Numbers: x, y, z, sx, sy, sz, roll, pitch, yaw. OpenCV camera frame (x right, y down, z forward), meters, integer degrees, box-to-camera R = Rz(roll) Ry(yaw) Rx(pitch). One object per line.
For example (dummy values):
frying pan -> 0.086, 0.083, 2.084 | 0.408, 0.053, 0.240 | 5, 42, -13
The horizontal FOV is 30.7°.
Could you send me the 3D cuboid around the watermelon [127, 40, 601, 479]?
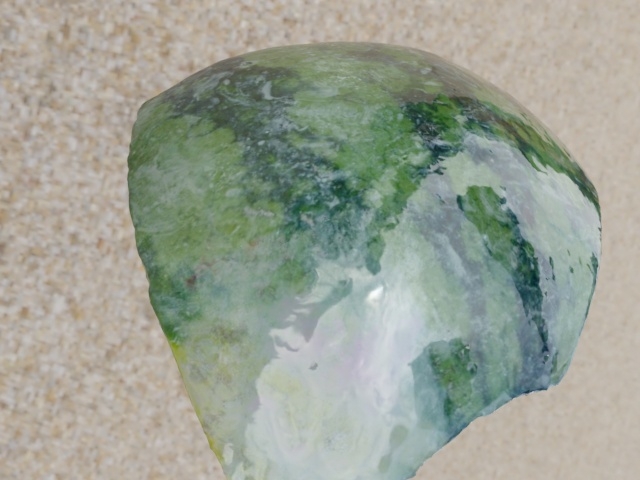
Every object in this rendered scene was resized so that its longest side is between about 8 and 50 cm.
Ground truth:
watermelon -> 0.022, 0.014, 0.596 | 0.260, 0.256, 0.176 | -90, -169, -60
